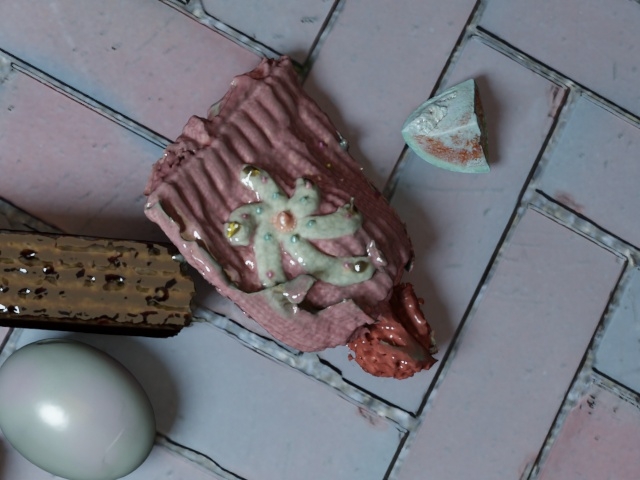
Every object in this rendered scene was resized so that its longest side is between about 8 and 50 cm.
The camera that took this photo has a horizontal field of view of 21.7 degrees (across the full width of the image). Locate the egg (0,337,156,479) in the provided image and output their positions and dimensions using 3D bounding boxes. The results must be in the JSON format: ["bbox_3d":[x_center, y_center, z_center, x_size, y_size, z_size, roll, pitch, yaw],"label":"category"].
[{"bbox_3d":[-0.191,0.133,1.305,0.135,0.103,0.103,33,77,-7],"label":"egg"}]

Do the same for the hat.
[{"bbox_3d":[0.000,0.000,1.346,0.286,0.107,0.237,50,46,-12],"label":"hat"}]

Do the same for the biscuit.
[{"bbox_3d":[-0.216,0.033,1.312,0.252,0.106,0.070,5,82,-11],"label":"biscuit"}]

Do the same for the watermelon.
[{"bbox_3d":[0.112,-0.096,1.421,0.085,0.061,0.085,3,80,-21],"label":"watermelon"}]
